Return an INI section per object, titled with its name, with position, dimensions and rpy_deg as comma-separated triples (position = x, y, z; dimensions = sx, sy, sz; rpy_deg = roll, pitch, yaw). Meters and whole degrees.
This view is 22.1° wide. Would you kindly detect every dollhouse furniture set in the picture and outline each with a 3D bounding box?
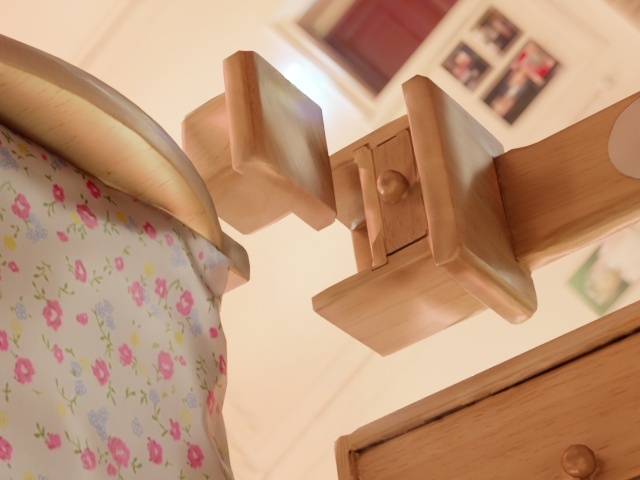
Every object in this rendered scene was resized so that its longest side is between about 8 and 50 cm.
[dollhouse furniture set]
position = 0.000, 0.000, 0.380
dimensions = 0.355, 0.174, 0.303
rpy_deg = 37, -145, -44
